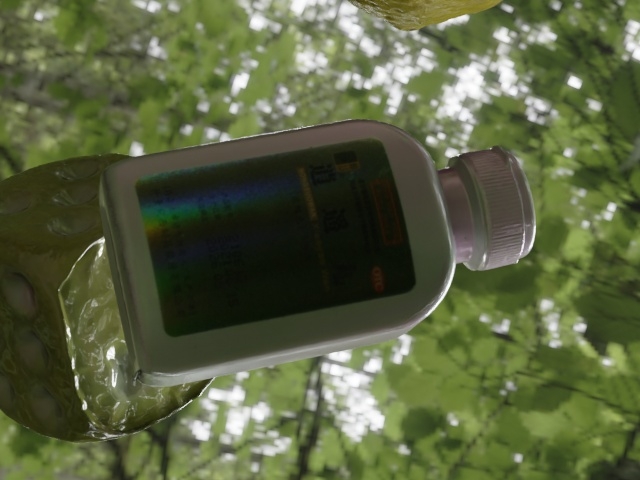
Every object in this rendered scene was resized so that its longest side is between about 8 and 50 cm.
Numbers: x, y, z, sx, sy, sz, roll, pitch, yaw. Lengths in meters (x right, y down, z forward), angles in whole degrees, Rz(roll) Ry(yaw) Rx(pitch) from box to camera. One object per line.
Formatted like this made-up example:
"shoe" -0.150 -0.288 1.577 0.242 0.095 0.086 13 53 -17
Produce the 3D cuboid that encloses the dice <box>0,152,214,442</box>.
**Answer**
"dice" -0.245 0.056 1.565 0.227 0.233 0.238 14 -59 38

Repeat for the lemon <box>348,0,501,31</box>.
"lemon" 0.085 -0.298 1.161 0.320 0.245 0.245 99 -4 -74

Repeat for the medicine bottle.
"medicine bottle" 0.000 0.000 0.768 0.078 0.219 0.115 122 -44 -72
